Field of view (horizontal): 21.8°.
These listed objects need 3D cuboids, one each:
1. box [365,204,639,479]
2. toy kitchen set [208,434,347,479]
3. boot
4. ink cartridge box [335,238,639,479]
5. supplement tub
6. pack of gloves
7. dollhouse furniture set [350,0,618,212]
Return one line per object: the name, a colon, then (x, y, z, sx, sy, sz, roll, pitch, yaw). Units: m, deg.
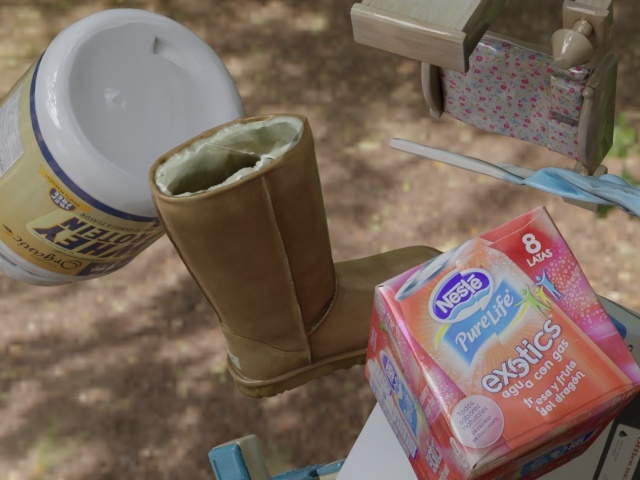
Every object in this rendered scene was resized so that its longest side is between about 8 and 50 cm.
box: (0.130, 0.106, 1.288, 0.142, 0.154, 0.300, -26, -16, -8)
toy kitchen set: (-0.075, 0.296, 1.947, 0.207, 0.122, 0.166, -21, -3, 42)
boot: (0.000, 0.000, 1.369, 0.236, 0.269, 0.089, -28, 49, -12)
ink cartridge box: (0.254, 0.203, 1.693, 0.395, 0.285, 0.166, 22, 9, -42)
supplement tub: (-0.246, -0.088, 1.790, 0.228, 0.228, 0.316, -10, -14, -34)
pack of gloves: (0.178, -0.030, 0.824, 0.195, 0.046, 0.232, 12, 5, -33)
dollhouse furniture set: (0.124, -0.149, 1.674, 0.303, 0.355, 0.173, 20, 56, 23)
